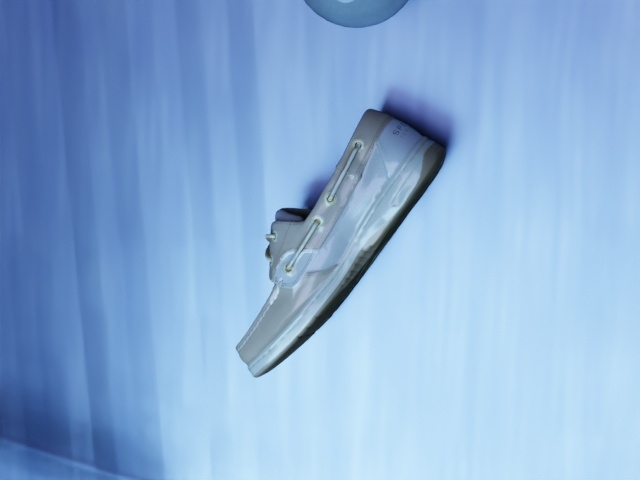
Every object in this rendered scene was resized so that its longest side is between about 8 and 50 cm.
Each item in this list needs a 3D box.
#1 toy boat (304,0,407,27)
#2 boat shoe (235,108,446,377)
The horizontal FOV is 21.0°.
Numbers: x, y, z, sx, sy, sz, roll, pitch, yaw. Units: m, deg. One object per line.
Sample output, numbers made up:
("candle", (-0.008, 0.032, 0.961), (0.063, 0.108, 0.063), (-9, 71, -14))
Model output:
("toy boat", (0.067, -0.235, 0.828), (0.318, 0.148, 0.267), (-46, 51, 28))
("boat shoe", (0.000, 0.000, 0.968), (0.059, 0.063, 0.170), (39, 103, 7))
